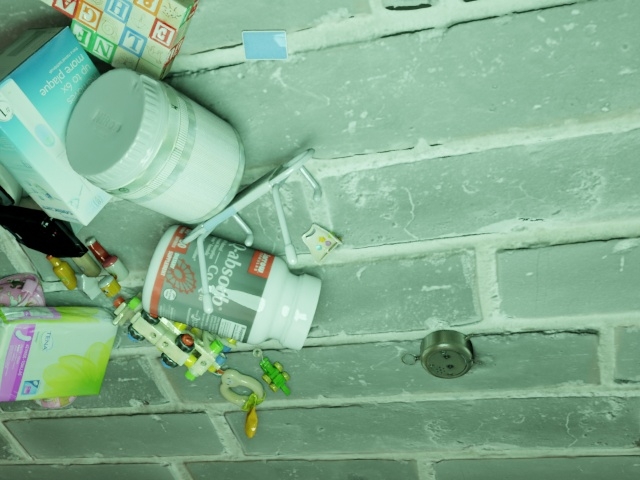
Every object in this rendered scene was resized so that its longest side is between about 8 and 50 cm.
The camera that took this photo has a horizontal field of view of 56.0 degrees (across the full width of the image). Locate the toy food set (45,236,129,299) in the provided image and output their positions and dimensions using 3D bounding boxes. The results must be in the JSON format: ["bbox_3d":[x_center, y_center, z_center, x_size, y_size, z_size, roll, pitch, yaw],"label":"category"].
[{"bbox_3d":[-0.551,0.061,1.432,0.232,0.111,0.104,6,134,46],"label":"toy food set"}]

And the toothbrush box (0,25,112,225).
[{"bbox_3d":[-0.487,-0.208,1.119,0.126,0.216,0.295,12,144,32],"label":"toothbrush box"}]

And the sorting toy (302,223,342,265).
[{"bbox_3d":[0.000,0.000,1.346,0.075,0.045,0.083,38,124,-9],"label":"sorting toy"}]

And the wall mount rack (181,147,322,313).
[{"bbox_3d":[-0.129,-0.025,1.174,0.350,0.304,0.130,-32,105,24],"label":"wall mount rack"}]

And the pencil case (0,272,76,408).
[{"bbox_3d":[-0.760,0.271,1.607,0.167,0.160,0.386,-29,128,-24],"label":"pencil case"}]

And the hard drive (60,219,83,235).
[{"bbox_3d":[-0.528,-0.085,1.315,0.022,0.135,0.094,0,127,8],"label":"hard drive"}]

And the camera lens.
[{"bbox_3d":[-0.290,-0.163,1.110,0.219,0.219,0.274,-23,155,24],"label":"camera lens"}]

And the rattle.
[{"bbox_3d":[-0.250,0.425,1.645,0.130,0.143,0.200,-8,133,38],"label":"rattle"}]

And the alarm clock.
[{"bbox_3d":[0.294,0.289,1.495,0.192,0.064,0.129,-10,124,21],"label":"alarm clock"}]

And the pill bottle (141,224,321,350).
[{"bbox_3d":[-0.194,0.113,1.356,0.362,0.210,0.210,17,127,-4],"label":"pill bottle"}]

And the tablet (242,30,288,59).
[{"bbox_3d":[-0.102,-0.362,1.116,0.083,0.006,0.054,2,126,8],"label":"tablet"}]

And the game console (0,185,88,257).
[{"bbox_3d":[-0.644,-0.090,1.224,0.213,0.044,0.361,9,144,35],"label":"game console"}]

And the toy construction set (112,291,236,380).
[{"bbox_3d":[-0.367,0.220,1.487,0.327,0.215,0.151,27,104,-3],"label":"toy construction set"}]

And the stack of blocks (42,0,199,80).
[{"bbox_3d":[-0.387,-0.428,1.066,0.297,0.087,0.171,29,126,-12],"label":"stack of blocks"}]

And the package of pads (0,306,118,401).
[{"bbox_3d":[-0.674,0.275,1.501,0.296,0.101,0.229,8,106,-46],"label":"package of pads"}]

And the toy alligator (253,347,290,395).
[{"bbox_3d":[-0.139,0.348,1.622,0.051,0.056,0.190,15,143,53],"label":"toy alligator"}]

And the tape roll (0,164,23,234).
[{"bbox_3d":[-0.863,-0.132,1.310,0.392,0.072,0.392,-3,141,-2],"label":"tape roll"}]
